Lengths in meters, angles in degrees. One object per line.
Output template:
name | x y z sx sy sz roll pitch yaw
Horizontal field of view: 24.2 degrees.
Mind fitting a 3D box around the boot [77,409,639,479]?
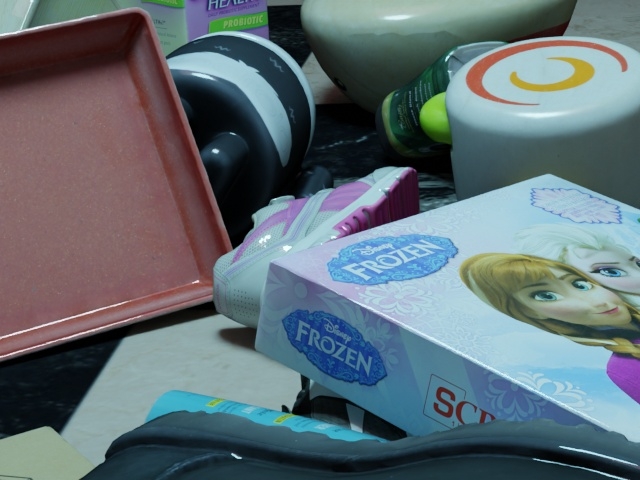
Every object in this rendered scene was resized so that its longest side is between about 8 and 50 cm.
boot | -0.065 0.209 0.550 0.367 0.146 0.445 -2 14 33

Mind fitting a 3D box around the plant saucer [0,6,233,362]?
plant saucer | -0.223 -0.041 1.200 0.259 0.258 0.048 -16 -10 -24

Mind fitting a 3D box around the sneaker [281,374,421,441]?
sneaker | 0.007 0.118 0.908 0.106 0.078 0.234 -6 21 -15

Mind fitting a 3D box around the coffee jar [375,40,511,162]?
coffee jar | 0.129 -0.137 1.514 0.096 0.079 0.184 -9 -9 -25

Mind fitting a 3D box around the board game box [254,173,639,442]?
board game box | 0.182 0.064 0.913 0.318 0.066 0.319 25 26 32

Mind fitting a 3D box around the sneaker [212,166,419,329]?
sneaker | 0.000 0.000 1.207 0.111 0.103 0.252 10 23 29

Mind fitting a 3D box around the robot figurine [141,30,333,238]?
robot figurine | -0.103 -0.096 1.404 0.174 0.209 0.278 -15 16 18

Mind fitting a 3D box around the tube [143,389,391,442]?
tube | 0.004 0.118 0.789 0.207 0.052 0.080 5 -3 28

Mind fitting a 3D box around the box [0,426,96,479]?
box | -0.224 0.171 0.883 0.201 0.021 0.164 -15 22 -28

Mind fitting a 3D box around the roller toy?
roller toy | 0.213 -0.085 1.346 0.191 0.146 0.209 -22 31 -21

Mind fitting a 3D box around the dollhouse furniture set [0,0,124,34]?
dollhouse furniture set | -0.423 -0.163 1.460 0.394 0.362 0.256 5 62 22

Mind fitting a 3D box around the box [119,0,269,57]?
box | -0.168 -0.220 1.652 0.117 0.243 0.213 -21 25 -40

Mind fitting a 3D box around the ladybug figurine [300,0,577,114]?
ladybug figurine | 0.155 -0.260 1.826 0.305 0.162 0.449 9 23 33
